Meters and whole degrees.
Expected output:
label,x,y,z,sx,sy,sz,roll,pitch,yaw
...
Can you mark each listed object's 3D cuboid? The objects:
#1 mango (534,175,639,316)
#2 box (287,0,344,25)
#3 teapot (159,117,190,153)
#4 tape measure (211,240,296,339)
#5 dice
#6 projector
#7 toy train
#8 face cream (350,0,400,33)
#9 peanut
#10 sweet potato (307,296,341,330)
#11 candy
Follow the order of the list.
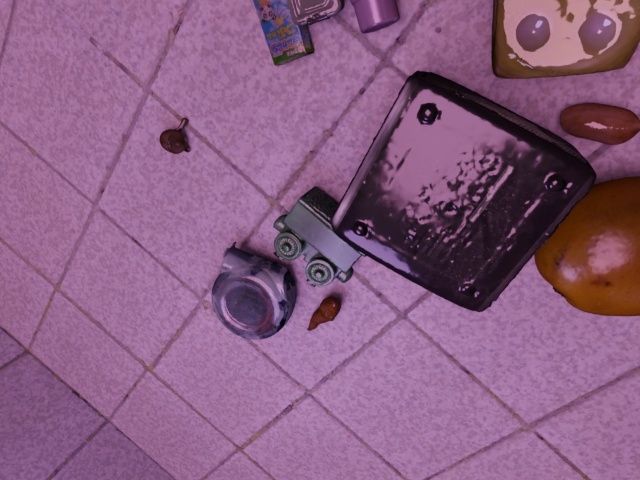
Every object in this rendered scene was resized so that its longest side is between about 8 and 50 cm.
label,x,y,z,sx,sy,sz,roll,pitch,yaw
mango,0.686,0.005,0.913,0.446,0.232,0.299,-15,105,14
box,-0.014,-0.582,0.994,0.124,0.093,0.172,-6,111,23
teapot,-0.419,-0.309,1.307,0.080,0.085,0.110,27,92,34
tape measure,-0.201,0.167,1.379,0.257,0.147,0.274,22,115,9
dice,0.442,-0.429,0.810,0.233,0.227,0.238,1,112,19
projector,0.286,-0.103,0.963,0.405,0.242,0.395,30,118,3
toy train,0.000,0.000,1.223,0.266,0.145,0.202,40,118,0
face cream,0.092,-0.596,0.942,0.154,0.096,0.273,9,121,61
peanut,0.582,-0.246,0.925,0.152,0.076,0.076,18,118,19
sweet potato,0.016,0.226,1.372,0.068,0.068,0.226,38,139,2
candy,-0.092,-0.535,1.064,0.097,0.062,0.194,-10,110,24
